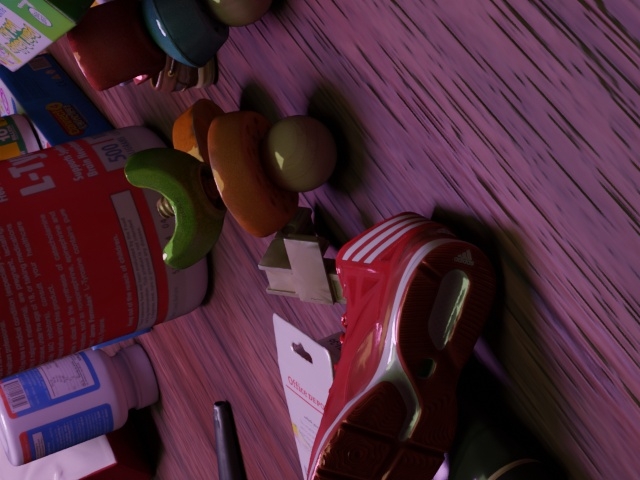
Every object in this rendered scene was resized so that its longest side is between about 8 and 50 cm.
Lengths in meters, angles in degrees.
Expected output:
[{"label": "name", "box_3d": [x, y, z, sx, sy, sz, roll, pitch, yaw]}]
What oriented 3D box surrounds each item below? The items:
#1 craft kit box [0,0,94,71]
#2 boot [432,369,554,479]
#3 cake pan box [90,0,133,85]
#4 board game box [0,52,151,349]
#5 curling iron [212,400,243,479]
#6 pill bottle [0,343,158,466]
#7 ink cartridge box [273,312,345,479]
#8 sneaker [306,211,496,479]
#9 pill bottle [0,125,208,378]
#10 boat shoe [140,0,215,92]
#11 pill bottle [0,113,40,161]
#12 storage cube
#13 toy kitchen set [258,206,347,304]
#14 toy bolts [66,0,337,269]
[{"label": "craft kit box", "box_3d": [-0.156, -0.249, 0.909, 0.061, 0.246, 0.250, 35, 167, -19]}, {"label": "boot", "box_3d": [0.094, 0.187, 0.872, 0.137, 0.077, 0.198, 58, 139, 41]}, {"label": "cake pan box", "box_3d": [-0.263, -0.319, 1.218, 0.267, 0.070, 0.245, 44, 153, 31]}, {"label": "board game box", "box_3d": [-0.344, -0.059, 1.681, 0.308, 0.086, 0.302, 44, 145, 48]}, {"label": "curling iron", "box_3d": [-0.111, 0.314, 1.493, 0.068, 0.035, 0.274, 39, 141, 53]}, {"label": "pill bottle", "box_3d": [-0.348, 0.225, 1.731, 0.124, 0.222, 0.124, 48, 148, 45]}, {"label": "ink cartridge box", "box_3d": [0.026, 0.152, 1.001, 0.115, 0.067, 0.198, 27, 133, 60]}, {"label": "sneaker", "box_3d": [0.042, 0.084, 0.843, 0.221, 0.087, 0.128, -63, 22, 12]}, {"label": "pill bottle", "box_3d": [-0.348, 0.031, 1.332, 0.229, 0.408, 0.229, 48, 148, 44]}, {"label": "boat shoe", "box_3d": [-0.141, -0.219, 1.113, 0.064, 0.060, 0.178, 33, 136, 57]}, {"label": "pill bottle", "box_3d": [-0.464, -0.081, 1.551, 0.117, 0.208, 0.117, 48, 148, 45]}, {"label": "storage cube", "box_3d": [-0.398, 0.310, 1.887, 0.215, 0.184, 0.193, 63, 180, 18]}, {"label": "toy kitchen set", "box_3d": [0.000, 0.000, 0.981, 0.083, 0.075, 0.068, 7, 136, 23]}, {"label": "toy bolts", "box_3d": [-0.073, -0.123, 1.000, 0.228, 0.158, 0.218, 65, -160, -9]}]
